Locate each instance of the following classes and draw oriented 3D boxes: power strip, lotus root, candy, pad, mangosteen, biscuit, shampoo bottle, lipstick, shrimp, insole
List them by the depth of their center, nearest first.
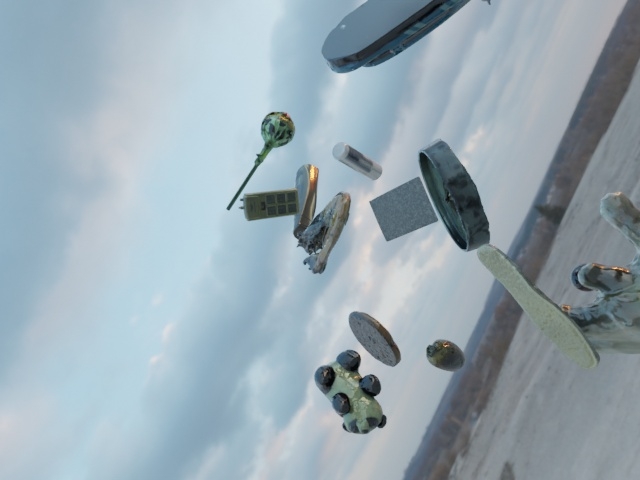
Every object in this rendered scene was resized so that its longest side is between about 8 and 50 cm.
[{"bbox_3d":[0.333,0.102,0.848,0.011,0.248,0.081,-38,-10,-20],"label":"insole"},{"bbox_3d":[0.078,-0.165,1.146,0.141,0.040,0.040,21,-86,-50],"label":"lipstick"},{"bbox_3d":[0.008,0.003,1.353,0.289,0.075,0.178,-43,27,49],"label":"shrimp"},{"bbox_3d":[-0.167,-0.207,1.425,0.305,0.091,0.083,-59,-12,-14],"label":"candy"},{"bbox_3d":[-0.139,-0.097,1.483,0.168,0.028,0.076,-9,-76,-20],"label":"power strip"},{"bbox_3d":[0.735,0.102,1.520,0.081,0.081,0.081,-53,-22,-32],"label":"mangosteen"},{"bbox_3d":[0.370,0.338,1.598,0.089,0.080,0.179,-45,-46,17],"label":"lotus root"},{"bbox_3d":[0.164,0.298,1.671,0.036,0.212,0.212,-38,-29,-22],"label":"biscuit"},{"bbox_3d":[0.272,-0.099,1.822,0.003,0.158,0.235,-21,-4,-44],"label":"pad"},{"bbox_3d":[-0.061,-0.144,2.072,0.125,0.084,0.350,-51,24,38],"label":"shampoo bottle"}]

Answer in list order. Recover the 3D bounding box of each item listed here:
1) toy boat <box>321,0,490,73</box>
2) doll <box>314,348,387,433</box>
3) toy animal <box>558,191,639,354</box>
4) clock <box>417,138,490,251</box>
[{"bbox_3d":[0.145,-0.349,0.863,0.092,0.298,0.134,40,-151,-41],"label":"toy boat"},{"bbox_3d":[0.081,0.410,1.470,0.143,0.234,0.135,-26,-43,-19],"label":"doll"},{"bbox_3d":[0.505,0.052,0.831,0.307,0.266,0.188,-26,8,10],"label":"toy animal"},{"bbox_3d":[0.364,-0.121,1.513,0.067,0.325,0.325,-25,-21,3],"label":"clock"}]
